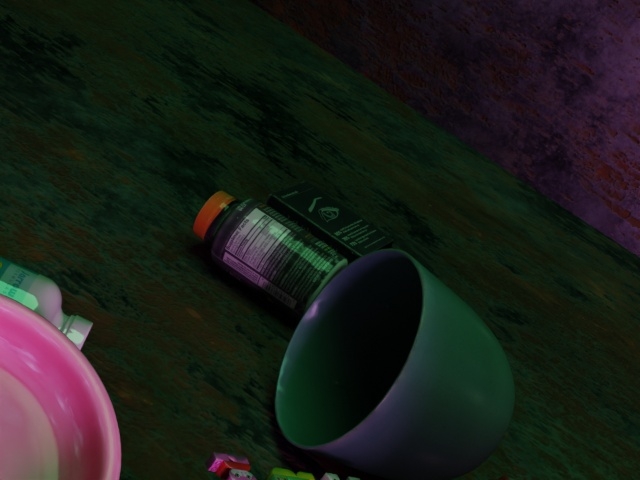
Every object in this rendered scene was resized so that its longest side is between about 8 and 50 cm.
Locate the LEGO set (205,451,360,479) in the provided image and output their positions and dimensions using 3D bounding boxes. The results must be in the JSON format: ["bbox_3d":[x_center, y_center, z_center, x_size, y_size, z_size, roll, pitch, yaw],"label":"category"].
[{"bbox_3d":[-0.041,0.324,1.309,0.227,0.087,0.093,18,27,-38],"label":"LEGO set"}]

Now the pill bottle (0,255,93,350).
[{"bbox_3d":[-0.405,0.083,1.312,0.264,0.146,0.146,25,23,-8],"label":"pill bottle"}]

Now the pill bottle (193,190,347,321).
[{"bbox_3d":[-0.088,0.018,1.833,0.246,0.130,0.130,34,23,13],"label":"pill bottle"}]

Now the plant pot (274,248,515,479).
[{"bbox_3d":[0.120,0.193,1.528,0.235,0.293,0.293,33,19,-27],"label":"plant pot"}]

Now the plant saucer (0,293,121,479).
[{"bbox_3d":[-0.359,0.195,1.085,0.332,0.084,0.332,24,42,-23],"label":"plant saucer"}]

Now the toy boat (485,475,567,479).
[{"bbox_3d":[0.296,0.380,1.480,0.151,0.151,0.231,20,24,-18],"label":"toy boat"}]

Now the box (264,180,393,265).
[{"bbox_3d":[0.000,0.000,1.999,0.207,0.108,0.153,34,24,15],"label":"box"}]
